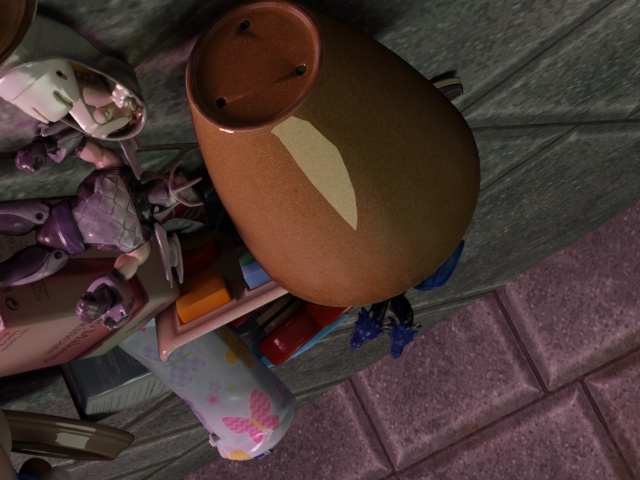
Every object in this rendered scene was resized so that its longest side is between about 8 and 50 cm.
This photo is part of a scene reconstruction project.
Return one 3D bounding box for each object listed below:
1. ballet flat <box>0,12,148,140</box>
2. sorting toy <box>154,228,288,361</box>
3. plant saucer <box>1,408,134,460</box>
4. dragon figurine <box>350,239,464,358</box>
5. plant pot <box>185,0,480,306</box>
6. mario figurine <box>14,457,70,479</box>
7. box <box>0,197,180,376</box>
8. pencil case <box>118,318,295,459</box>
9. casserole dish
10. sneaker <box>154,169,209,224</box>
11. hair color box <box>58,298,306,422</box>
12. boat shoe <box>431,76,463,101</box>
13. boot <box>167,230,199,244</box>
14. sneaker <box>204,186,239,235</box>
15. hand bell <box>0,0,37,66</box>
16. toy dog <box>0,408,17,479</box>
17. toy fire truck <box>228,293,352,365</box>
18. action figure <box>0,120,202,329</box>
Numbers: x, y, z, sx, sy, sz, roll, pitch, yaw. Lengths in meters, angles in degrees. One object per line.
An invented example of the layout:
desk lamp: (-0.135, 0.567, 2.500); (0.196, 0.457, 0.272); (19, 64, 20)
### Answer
ballet flat: (-0.187, -0.114, 0.917); (0.072, 0.068, 0.213); (-30, 166, 15)
sorting toy: (-0.094, 0.022, 1.330); (0.208, 0.038, 0.193); (-31, -152, 5)
plant saucer: (-0.407, 0.280, 1.796); (0.278, 0.041, 0.278); (5, 165, 1)
dragon figurine: (0.119, 0.015, 1.572); (0.289, 0.085, 0.144); (-60, -162, -5)
plant pot: (-0.007, -0.091, 1.071); (0.237, 0.237, 0.254); (-28, 153, 9)
mario figurine: (-0.450, 0.316, 1.720); (0.198, 0.170, 0.320); (-27, 177, -6)
box: (-0.282, 0.048, 1.237); (0.149, 0.126, 0.232); (-36, 163, 35)
pencil case: (-0.152, 0.162, 1.611); (0.124, 0.273, 0.113); (-30, -157, 23)
casserole dish: (-0.038, 0.128, 1.719); (0.114, 0.037, 0.188); (-17, 165, -36)
sneaker: (-0.156, -0.034, 1.346); (0.067, 0.042, 0.118); (-30, 160, 0)
hair color box: (-0.177, 0.124, 1.769); (0.375, 0.113, 0.185); (-21, 166, -18)
boat shoe: (0.100, -0.134, 1.432); (0.152, 0.049, 0.056); (-30, 166, 14)
boot: (-0.237, 0.062, 1.513); (0.198, 0.076, 0.137); (-36, 169, 39)
sneaker: (-0.035, -0.091, 1.328); (0.211, 0.080, 0.081); (-33, -165, 12)
hand bell: (-0.260, -0.114, 0.759); (0.126, 0.126, 0.242); (-19, 177, -28)
toy dog: (-0.432, 0.280, 1.344); (0.395, 0.284, 0.408); (-40, -167, -18)
toy fire truck: (0.000, 0.000, 1.569); (0.254, 0.169, 0.302); (-40, 179, -41)
action figure: (-0.234, -0.003, 1.063); (0.285, 0.185, 0.099); (-19, -177, -2)
